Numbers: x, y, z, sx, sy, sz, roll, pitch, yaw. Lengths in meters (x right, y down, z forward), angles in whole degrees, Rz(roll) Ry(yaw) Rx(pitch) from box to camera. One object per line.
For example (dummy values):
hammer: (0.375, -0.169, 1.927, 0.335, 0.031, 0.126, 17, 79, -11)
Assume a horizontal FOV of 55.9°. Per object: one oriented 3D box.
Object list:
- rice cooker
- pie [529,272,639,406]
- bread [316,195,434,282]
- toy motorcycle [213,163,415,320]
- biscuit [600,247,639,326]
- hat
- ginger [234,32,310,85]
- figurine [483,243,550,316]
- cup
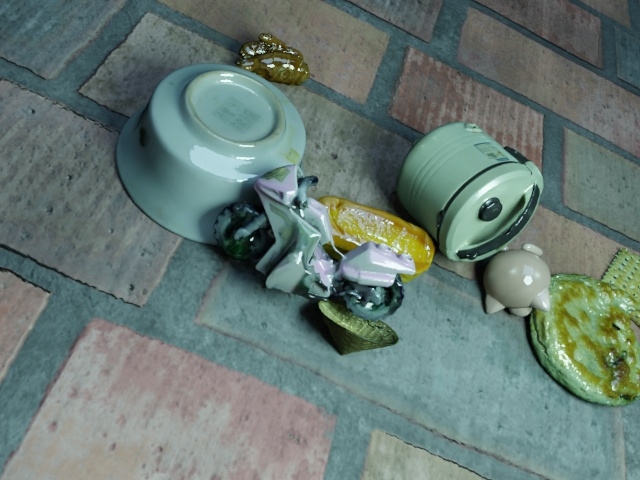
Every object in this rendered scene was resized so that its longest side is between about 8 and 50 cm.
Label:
rice cooker: (0.280, -0.087, 1.128, 0.226, 0.226, 0.244, -8, 41, -28)
pie: (0.537, 0.186, 1.182, 0.303, 0.067, 0.302, 12, 56, -18)
bread: (0.085, 0.000, 1.085, 0.246, 0.094, 0.102, 21, 58, -11)
toy motorcycle: (0.000, 0.000, 0.950, 0.327, 0.188, 0.143, 25, 23, -3)
biscuit: (0.703, 0.094, 1.348, 0.144, 0.016, 0.203, 44, 53, 8)
hat: (0.049, 0.159, 0.984, 0.146, 0.067, 0.146, 23, 10, -4)
ginger: (-0.102, -0.383, 1.264, 0.162, 0.073, 0.103, 2, 57, -22)
figurine: (0.375, 0.076, 1.151, 0.125, 0.125, 0.137, 13, 64, -16)
cup: (-0.165, -0.178, 1.044, 0.347, 0.163, 0.347, 12, 54, -17)
